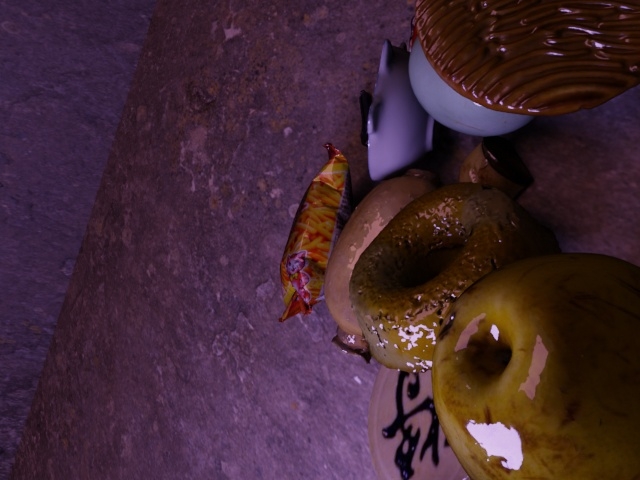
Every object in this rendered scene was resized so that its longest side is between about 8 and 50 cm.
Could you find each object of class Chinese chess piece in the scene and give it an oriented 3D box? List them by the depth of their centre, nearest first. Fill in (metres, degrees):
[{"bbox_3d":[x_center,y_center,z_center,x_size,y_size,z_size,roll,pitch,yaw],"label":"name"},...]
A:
[{"bbox_3d":[0.165,0.222,1.076,0.257,0.104,0.257,-34,48,50],"label":"Chinese chess piece"}]

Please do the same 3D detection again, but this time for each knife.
[{"bbox_3d":[0.081,-0.212,1.498,0.031,0.018,0.121,-41,42,42],"label":"knife"}]

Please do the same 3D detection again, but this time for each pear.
[{"bbox_3d":[0.237,0.145,0.826,0.284,0.284,0.283,-32,51,50],"label":"pear"}]

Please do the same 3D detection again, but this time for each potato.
[{"bbox_3d":[0.217,-0.081,1.160,0.103,0.067,0.096,-59,30,31],"label":"potato"}]

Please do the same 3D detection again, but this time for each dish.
[{"bbox_3d":[0.135,-0.193,1.274,0.236,0.086,0.227,-64,-21,-52],"label":"dish"}]

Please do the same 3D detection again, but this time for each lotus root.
[{"bbox_3d":[0.086,0.032,1.264,0.146,0.131,0.303,45,117,58],"label":"lotus root"}]

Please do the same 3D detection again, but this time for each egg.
[{"bbox_3d":[0.208,-0.222,1.129,0.168,0.168,0.231,-67,29,14],"label":"egg"}]

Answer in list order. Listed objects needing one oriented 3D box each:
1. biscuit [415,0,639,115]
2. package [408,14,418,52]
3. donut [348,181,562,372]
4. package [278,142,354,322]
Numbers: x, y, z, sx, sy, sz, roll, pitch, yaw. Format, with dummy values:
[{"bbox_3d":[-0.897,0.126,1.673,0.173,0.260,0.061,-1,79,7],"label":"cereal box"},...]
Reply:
[{"bbox_3d":[0.265,-0.288,1.008,0.318,0.040,0.317,-7,68,18],"label":"biscuit"},{"bbox_3d":[0.189,-0.360,1.331,0.194,0.071,0.269,-145,68,-74],"label":"package"},{"bbox_3d":[0.149,0.035,1.051,0.272,0.107,0.272,-29,27,16],"label":"donut"},{"bbox_3d":[-0.001,0.001,1.433,0.223,0.109,0.287,131,155,-75],"label":"package"}]
